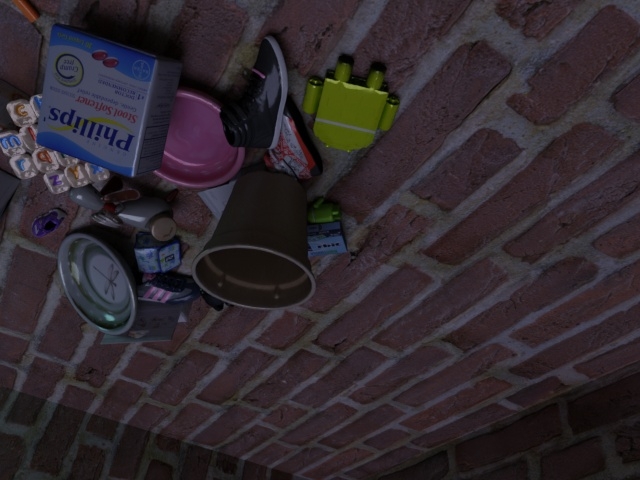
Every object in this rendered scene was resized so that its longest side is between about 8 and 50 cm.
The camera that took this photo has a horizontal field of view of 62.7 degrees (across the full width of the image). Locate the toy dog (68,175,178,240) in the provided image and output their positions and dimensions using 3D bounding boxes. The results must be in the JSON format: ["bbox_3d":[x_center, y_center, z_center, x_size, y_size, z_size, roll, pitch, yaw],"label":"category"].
[{"bbox_3d":[-0.570,-0.125,1.618,0.220,0.161,0.333,29,-177,31],"label":"toy dog"}]

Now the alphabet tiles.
[{"bbox_3d":[-0.700,-0.266,1.422,0.283,0.021,0.278,-19,129,-12],"label":"alphabet tiles"}]

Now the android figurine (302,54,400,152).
[{"bbox_3d":[0.076,-0.344,1.380,0.248,0.056,0.273,10,137,-4],"label":"android figurine"}]

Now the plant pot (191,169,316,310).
[{"bbox_3d":[-0.163,-0.015,1.482,0.333,0.306,0.334,4,145,3],"label":"plant pot"}]

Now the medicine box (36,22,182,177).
[{"bbox_3d":[-0.512,-0.337,1.281,0.263,0.149,0.290,19,107,3],"label":"medicine box"}]

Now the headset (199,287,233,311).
[{"bbox_3d":[-0.304,0.162,1.855,0.185,0.243,0.394,57,153,-11],"label":"headset"}]

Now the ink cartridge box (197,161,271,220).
[{"bbox_3d":[-0.215,-0.105,1.675,0.238,0.060,0.275,-12,135,21],"label":"ink cartridge box"}]

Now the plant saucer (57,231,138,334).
[{"bbox_3d":[-0.788,0.146,1.919,0.400,0.100,0.401,12,115,26],"label":"plant saucer"}]

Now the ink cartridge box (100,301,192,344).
[{"bbox_3d":[-0.655,0.296,2.015,0.296,0.261,0.066,-5,136,13],"label":"ink cartridge box"}]

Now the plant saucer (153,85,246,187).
[{"bbox_3d":[-0.369,-0.295,1.472,0.331,0.084,0.332,3,138,3],"label":"plant saucer"}]

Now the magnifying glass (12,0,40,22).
[{"bbox_3d":[-0.750,-0.615,1.217,0.092,0.026,0.231,-16,134,23],"label":"magnifying glass"}]

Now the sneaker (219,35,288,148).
[{"bbox_3d":[-0.172,-0.353,1.309,0.146,0.104,0.296,-17,134,-31],"label":"sneaker"}]

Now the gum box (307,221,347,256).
[{"bbox_3d":[0.000,0.000,1.718,0.156,0.041,0.184,-7,159,8],"label":"gum box"}]

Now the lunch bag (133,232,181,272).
[{"bbox_3d":[-0.573,0.045,1.865,0.151,0.096,0.129,-2,136,-11],"label":"lunch bag"}]

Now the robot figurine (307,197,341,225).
[{"bbox_3d":[0.007,-0.082,1.664,0.115,0.067,0.101,-8,130,16],"label":"robot figurine"}]

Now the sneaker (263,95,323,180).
[{"bbox_3d":[-0.104,-0.269,1.460,0.144,0.090,0.270,-13,137,17],"label":"sneaker"}]

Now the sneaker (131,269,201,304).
[{"bbox_3d":[-0.604,0.164,1.977,0.318,0.112,0.131,0,140,6],"label":"sneaker"}]

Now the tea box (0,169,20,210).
[{"bbox_3d":[-1.203,-0.116,1.671,0.323,0.220,0.329,31,132,-23],"label":"tea box"}]

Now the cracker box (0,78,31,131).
[{"bbox_3d":[-0.902,-0.373,1.402,0.232,0.156,0.067,33,132,-25],"label":"cracker box"}]

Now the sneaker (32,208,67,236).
[{"bbox_3d":[-0.951,-0.052,1.818,0.169,0.071,0.068,-28,127,32],"label":"sneaker"}]
